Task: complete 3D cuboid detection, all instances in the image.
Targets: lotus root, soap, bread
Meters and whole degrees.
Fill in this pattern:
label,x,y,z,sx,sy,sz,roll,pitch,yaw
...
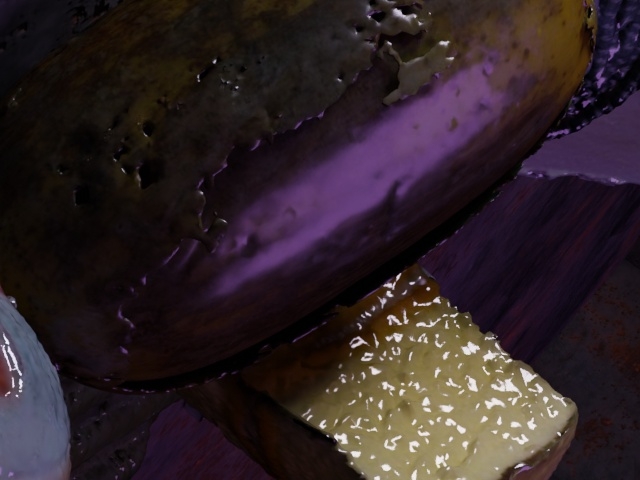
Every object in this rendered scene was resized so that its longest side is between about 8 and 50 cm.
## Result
label,x,y,z,sx,sy,sz,roll,pitch,yaw
lotus root,-0.031,-0.054,0.845,0.397,0.179,0.196,-34,143,-12
soap,0.254,-0.210,1.714,0.159,0.257,0.302,110,-22,-49
bread,-0.001,0.084,0.955,0.178,0.266,0.142,-16,136,-57

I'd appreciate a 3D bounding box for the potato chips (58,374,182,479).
label,x,y,z,sx,sy,sz,roll,pitch,yaw
potato chips,-0.119,0.068,1.127,0.429,0.070,0.358,-33,152,-58

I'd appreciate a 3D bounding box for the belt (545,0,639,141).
label,x,y,z,sx,sy,sz,roll,pitch,yaw
belt,0.127,-0.194,1.064,0.206,0.160,0.295,-24,153,-3

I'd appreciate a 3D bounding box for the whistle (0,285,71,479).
label,x,y,z,sx,sy,sz,roll,pitch,yaw
whistle,-0.215,0.071,0.648,0.189,0.189,0.348,-54,153,3

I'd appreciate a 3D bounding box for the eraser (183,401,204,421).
label,x,y,z,sx,sy,sz,roll,pitch,yaw
eraser,-0.056,0.085,1.465,0.150,0.023,0.104,-41,162,-41
